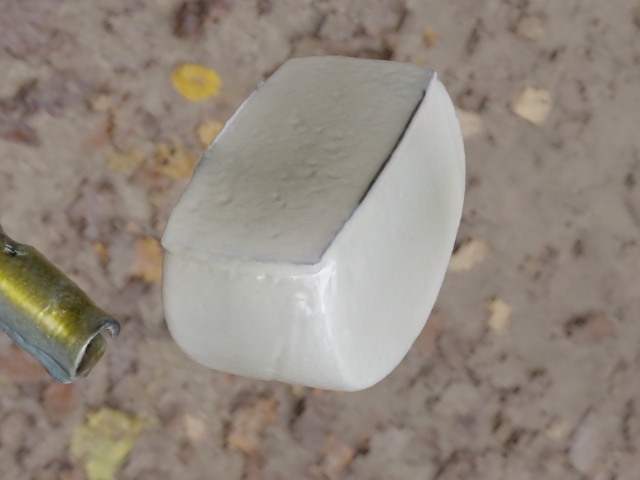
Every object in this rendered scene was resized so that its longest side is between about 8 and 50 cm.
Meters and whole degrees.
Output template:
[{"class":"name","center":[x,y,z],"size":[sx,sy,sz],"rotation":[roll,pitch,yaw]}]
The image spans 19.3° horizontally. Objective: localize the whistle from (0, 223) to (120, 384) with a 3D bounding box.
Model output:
[{"class":"whistle","center":[-0.290,-0.010,1.472],"size":[0.068,0.326,0.057],"rotation":[-46,162,-16]}]

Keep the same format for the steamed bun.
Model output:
[{"class":"steamed bun","center":[0.000,0.000,1.275],"size":[0.164,0.146,0.242],"rotation":[77,32,-41]}]
